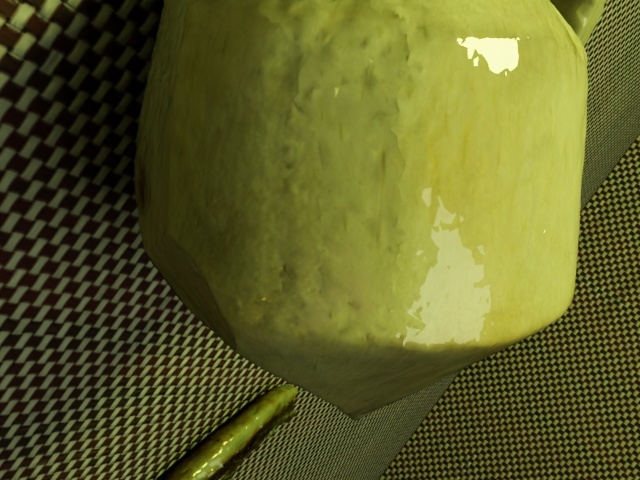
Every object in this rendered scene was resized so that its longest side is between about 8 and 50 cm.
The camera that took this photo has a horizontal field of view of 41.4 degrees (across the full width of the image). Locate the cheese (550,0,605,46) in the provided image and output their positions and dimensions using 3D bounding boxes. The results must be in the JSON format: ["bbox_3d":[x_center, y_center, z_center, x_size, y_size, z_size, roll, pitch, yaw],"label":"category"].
[{"bbox_3d":[0.193,-0.253,0.972,0.332,0.153,0.292,-40,156,-32],"label":"cheese"}]

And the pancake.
[{"bbox_3d":[-0.191,0.390,1.364,0.427,0.067,0.305,-50,167,-10],"label":"pancake"}]

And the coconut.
[{"bbox_3d":[0.025,-0.048,0.683,0.415,0.344,0.416,-18,115,-43],"label":"coconut"}]
